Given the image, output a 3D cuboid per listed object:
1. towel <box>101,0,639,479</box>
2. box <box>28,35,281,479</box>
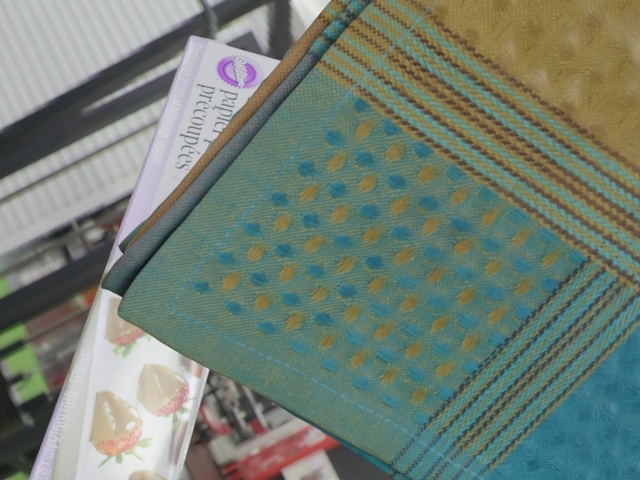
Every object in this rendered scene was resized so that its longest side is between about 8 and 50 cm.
[{"bbox_3d":[0.135,-0.042,0.460,0.271,0.370,0.040,36,19,-20],"label":"towel"},{"bbox_3d":[-0.078,0.022,0.640,0.067,0.063,0.324,109,-5,-49],"label":"box"}]
